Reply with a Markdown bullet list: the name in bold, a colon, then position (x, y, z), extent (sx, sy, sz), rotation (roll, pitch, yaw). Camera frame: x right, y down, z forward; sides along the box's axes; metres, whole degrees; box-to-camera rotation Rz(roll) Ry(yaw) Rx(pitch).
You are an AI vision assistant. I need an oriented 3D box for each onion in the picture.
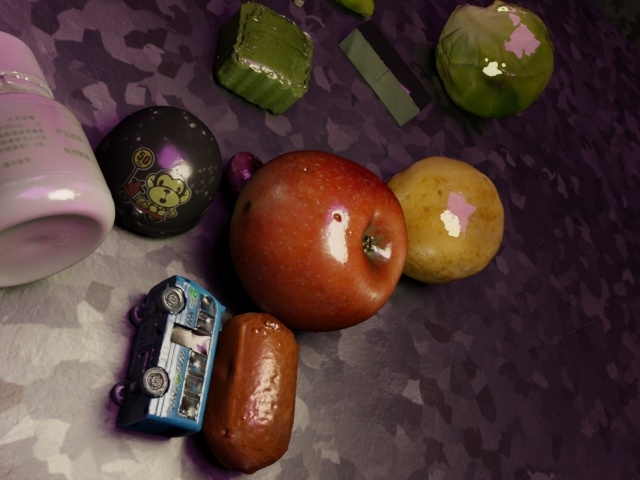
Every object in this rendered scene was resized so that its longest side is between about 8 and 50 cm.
- **onion**: position (-0.139, -0.125, 1.435), extent (0.115, 0.104, 0.115), rotation (-20, 90, -79)

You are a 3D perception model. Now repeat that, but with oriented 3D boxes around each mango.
- **mango**: position (0.080, -0.659, 1.918), extent (0.165, 0.074, 0.091), rotation (38, 42, -34)

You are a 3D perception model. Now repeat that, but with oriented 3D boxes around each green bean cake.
- **green bean cake**: position (-0.121, -0.408, 1.589), extent (0.200, 0.113, 0.214), rotation (22, 55, -29)

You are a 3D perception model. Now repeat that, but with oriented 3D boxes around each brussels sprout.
- **brussels sprout**: position (0.483, -0.507, 2.017), extent (0.344, 0.344, 0.268), rotation (55, 8, -2)

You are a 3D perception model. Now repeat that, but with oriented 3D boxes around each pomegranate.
- **pomegranate**: position (0.262, -0.046, 1.611), extent (0.307, 0.307, 0.307), rotation (19, 57, -31)

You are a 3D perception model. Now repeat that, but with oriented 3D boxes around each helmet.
- **helmet**: position (-0.273, -0.150, 1.299), extent (0.230, 0.160, 0.279), rotation (34, 51, -19)

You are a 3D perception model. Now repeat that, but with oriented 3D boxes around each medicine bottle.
- **medicine bottle**: position (-0.474, -0.120, 1.053), extent (0.256, 0.256, 0.325), rotation (-14, 68, -43)

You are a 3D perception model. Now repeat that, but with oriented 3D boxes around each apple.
- **apple**: position (0.000, 0.000, 1.329), extent (0.348, 0.276, 0.349), rotation (0, 90, -52)

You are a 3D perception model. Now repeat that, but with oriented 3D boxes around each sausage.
- **sausage**: position (-0.118, 0.255, 1.213), extent (0.141, 0.153, 0.268), rotation (29, 53, -37)

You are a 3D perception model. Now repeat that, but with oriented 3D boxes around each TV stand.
- **TV stand**: position (0.172, -0.439, 1.869), extent (0.269, 0.082, 0.088), rotation (50, 47, -5)

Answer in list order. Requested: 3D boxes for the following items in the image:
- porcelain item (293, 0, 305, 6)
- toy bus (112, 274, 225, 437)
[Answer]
- **porcelain item**: position (-0.095, -0.650, 1.803), extent (0.136, 0.021, 0.075), rotation (26, 49, -27)
- **toy bus**: position (-0.244, 0.191, 1.173), extent (0.134, 0.113, 0.246), rotation (27, 54, -31)
